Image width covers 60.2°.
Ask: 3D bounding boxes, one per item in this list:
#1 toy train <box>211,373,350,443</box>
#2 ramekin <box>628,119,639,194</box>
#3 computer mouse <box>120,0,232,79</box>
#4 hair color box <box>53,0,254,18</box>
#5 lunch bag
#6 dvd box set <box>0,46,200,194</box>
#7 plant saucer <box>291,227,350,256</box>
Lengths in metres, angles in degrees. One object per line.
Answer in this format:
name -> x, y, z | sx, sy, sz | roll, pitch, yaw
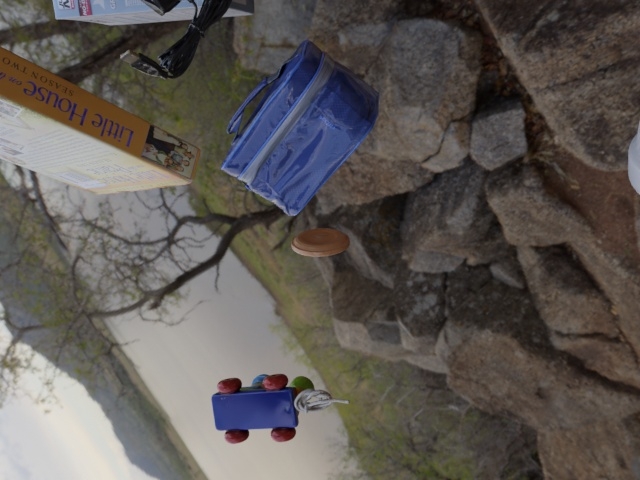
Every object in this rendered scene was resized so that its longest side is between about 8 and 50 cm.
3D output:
toy train -> -0.046, 0.270, 0.943 | 0.143, 0.248, 0.105 | -2, -97, -70
ramekin -> 0.301, -0.087, 0.323 | 0.207, 0.207, 0.109 | 28, 137, 51
computer mouse -> -0.236, -0.330, 0.734 | 0.060, 0.184, 0.262 | 35, -174, 20
hair color box -> -0.349, -0.527, 1.160 | 0.375, 0.185, 0.113 | 2, 107, 17
lunch bag -> -0.018, -0.068, 0.339 | 0.065, 0.067, 0.098 | 35, 118, -15
dvd box set -> -0.421, -0.169, 0.749 | 0.308, 0.062, 0.420 | 0, 163, 44
plant saucer -> 0.000, 0.000, 0.785 | 0.083, 0.084, 0.013 | 29, 128, 50
